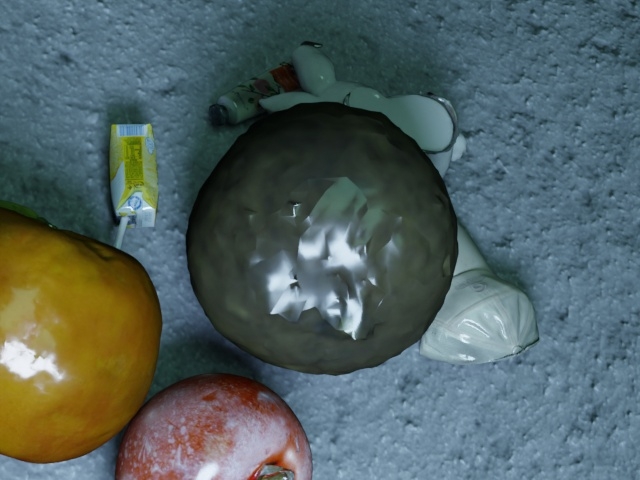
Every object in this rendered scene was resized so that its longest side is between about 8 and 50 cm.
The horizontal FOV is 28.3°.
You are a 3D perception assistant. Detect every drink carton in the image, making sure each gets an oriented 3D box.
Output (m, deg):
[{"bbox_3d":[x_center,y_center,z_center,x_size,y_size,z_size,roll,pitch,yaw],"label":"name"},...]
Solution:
[{"bbox_3d":[-0.279,-0.073,1.894,0.074,0.084,0.200,-2,68,-12],"label":"drink carton"}]

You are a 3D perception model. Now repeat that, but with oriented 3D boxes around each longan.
[{"bbox_3d":[0.000,0.000,1.799,0.391,0.391,0.391,9,64,-18],"label":"longan"}]

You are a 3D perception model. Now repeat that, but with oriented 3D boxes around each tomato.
[{"bbox_3d":[-0.149,0.303,1.678,0.227,0.270,0.270,18,48,38],"label":"tomato"}]

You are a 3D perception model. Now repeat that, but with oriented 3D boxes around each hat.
[{"bbox_3d":[0.243,0.073,2.011,0.219,0.164,0.226,-20,97,-30],"label":"hat"}]

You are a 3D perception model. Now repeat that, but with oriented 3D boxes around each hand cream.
[{"bbox_3d":[-0.084,-0.244,2.078,0.234,0.050,0.080,-31,77,-37],"label":"hand cream"}]

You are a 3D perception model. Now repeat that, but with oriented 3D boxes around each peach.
[{"bbox_3d":[-0.379,0.127,1.624,0.343,0.343,0.302,20,90,-13],"label":"peach"}]

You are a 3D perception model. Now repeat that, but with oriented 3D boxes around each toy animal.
[{"bbox_3d":[0.076,-0.193,2.050,0.325,0.154,0.208,36,55,-6],"label":"toy animal"}]

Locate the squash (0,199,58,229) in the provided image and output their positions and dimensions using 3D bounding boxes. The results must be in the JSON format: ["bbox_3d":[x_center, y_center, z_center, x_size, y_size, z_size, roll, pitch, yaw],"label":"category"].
[{"bbox_3d":[-0.458,-0.020,1.802,0.200,0.075,0.090,12,42,5],"label":"squash"}]
